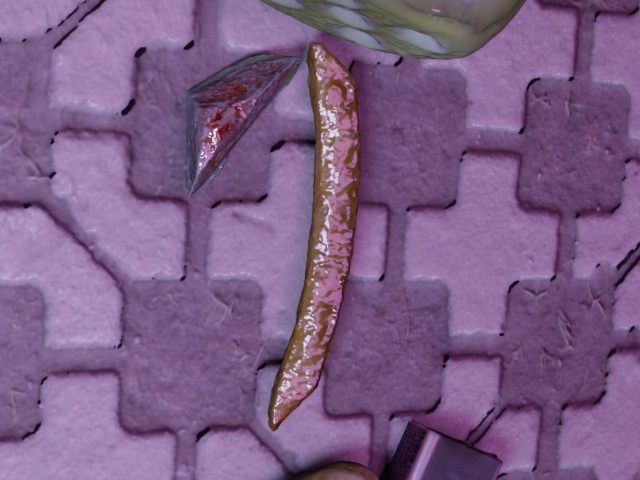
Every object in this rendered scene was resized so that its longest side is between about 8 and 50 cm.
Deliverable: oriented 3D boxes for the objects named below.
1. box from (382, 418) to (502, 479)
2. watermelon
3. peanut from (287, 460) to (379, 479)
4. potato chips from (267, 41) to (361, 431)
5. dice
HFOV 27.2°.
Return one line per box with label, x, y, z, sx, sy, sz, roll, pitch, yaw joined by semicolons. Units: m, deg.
box;0.109;0.325;1.491;0.120;0.069;0.224;25;86;-27
watermelon;-0.086;-0.129;1.315;0.081;0.094;0.180;44;63;-22
peanut;-0.024;0.318;1.390;0.224;0.129;0.129;-26;109;-19
potato chips;0.000;0.000;1.391;0.080;0.057;0.407;6;96;-14
dice;0.065;-0.328;1.262;0.249;0.254;0.252;21;87;-31
